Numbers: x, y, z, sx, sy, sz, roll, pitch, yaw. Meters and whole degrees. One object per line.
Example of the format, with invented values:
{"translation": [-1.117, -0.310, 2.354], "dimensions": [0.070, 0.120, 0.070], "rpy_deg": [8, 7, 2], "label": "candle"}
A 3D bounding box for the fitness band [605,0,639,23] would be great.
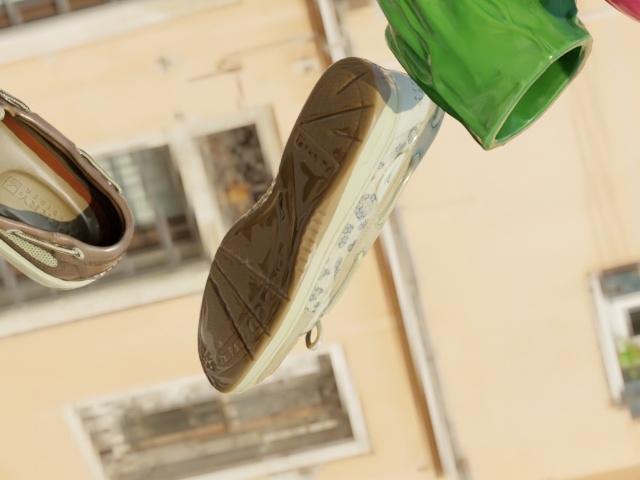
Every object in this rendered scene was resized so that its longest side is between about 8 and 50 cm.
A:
{"translation": [0.249, -0.170, 0.788], "dimensions": [0.209, 0.291, 0.054], "rpy_deg": [-59, 150, -24], "label": "fitness band"}

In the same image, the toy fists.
{"translation": [0.131, -0.190, 1.053], "dimensions": [0.142, 0.096, 0.279], "rpy_deg": [50, -42, 15], "label": "toy fists"}

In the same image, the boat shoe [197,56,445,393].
{"translation": [0.000, 0.000, 1.269], "dimensions": [0.089, 0.285, 0.104], "rpy_deg": [9, 33, -39], "label": "boat shoe"}

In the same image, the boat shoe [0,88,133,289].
{"translation": [-0.216, -0.068, 1.012], "dimensions": [0.095, 0.257, 0.095], "rpy_deg": [-15, -135, 63], "label": "boat shoe"}
